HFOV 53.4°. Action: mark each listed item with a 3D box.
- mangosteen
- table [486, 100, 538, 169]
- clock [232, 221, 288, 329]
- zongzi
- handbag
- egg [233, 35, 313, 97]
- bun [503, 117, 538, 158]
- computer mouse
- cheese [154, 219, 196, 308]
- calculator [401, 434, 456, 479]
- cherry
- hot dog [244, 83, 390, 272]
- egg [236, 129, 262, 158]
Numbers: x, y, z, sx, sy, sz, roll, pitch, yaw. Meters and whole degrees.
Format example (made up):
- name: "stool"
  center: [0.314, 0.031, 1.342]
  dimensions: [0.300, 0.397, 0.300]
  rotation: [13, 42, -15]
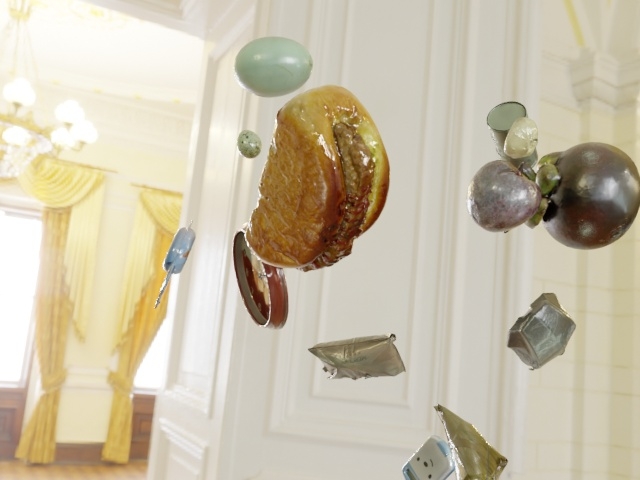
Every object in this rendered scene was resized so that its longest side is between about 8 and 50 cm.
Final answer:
- name: "mangosteen"
  center: [0.761, -0.129, 1.851]
  dimensions: [0.330, 0.330, 0.330]
  rotation: [5, -9, 1]
- name: "table"
  center: [0.623, -0.331, 2.060]
  dimensions: [0.126, 0.126, 0.220]
  rotation: [0, -31, 30]
- name: "clock"
  center: [-0.164, 0.101, 1.815]
  dimensions: [0.080, 0.318, 0.318]
  rotation: [-13, -1, -23]
- name: "zongzi"
  center: [0.427, 0.646, 1.959]
  dimensions: [0.289, 0.123, 0.260]
  rotation: [47, 22, 16]
- name: "handbag"
  center: [0.116, 0.345, 1.859]
  dimensions: [0.270, 0.117, 0.182]
  rotation: [-13, -51, 19]
- name: "egg"
  center: [-0.134, -0.491, 1.805]
  dimensions: [0.231, 0.168, 0.168]
  rotation: [-2, -11, 12]
- name: "bun"
  center: [0.405, -0.201, 1.270]
  dimensions: [0.055, 0.086, 0.086]
  rotation: [28, 2, 28]
- name: "computer mouse"
  center: [0.407, 0.175, 1.136]
  dimensions: [0.071, 0.126, 0.231]
  rotation: [40, -3, 38]
- name: "cheese"
  center: [-0.358, 0.048, 1.577]
  dimensions: [0.052, 0.244, 0.135]
  rotation: [21, -44, -9]
- name: "calculator"
  center: [0.318, 0.673, 1.880]
  dimensions: [0.039, 0.210, 0.121]
  rotation: [10, 34, -39]
- name: "cherry"
  center: [0.476, -0.115, 1.689]
  dimensions: [0.195, 0.195, 0.195]
  rotation: [5, -9, 1]
- name: "hot dog"
  center: [0.005, -0.093, 1.279]
  dimensions: [0.223, 0.405, 0.185]
  rotation: [35, 40, 18]
- name: "egg"
  center: [-0.240, -0.323, 2.131]
  dimensions: [0.085, 0.110, 0.085]
  rotation: [-20, -36, -15]
